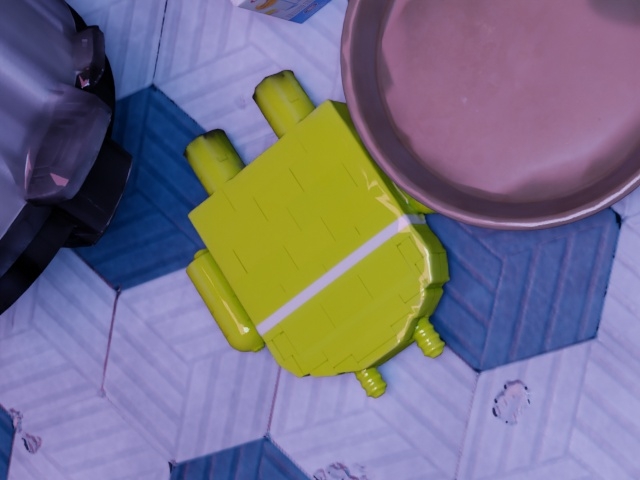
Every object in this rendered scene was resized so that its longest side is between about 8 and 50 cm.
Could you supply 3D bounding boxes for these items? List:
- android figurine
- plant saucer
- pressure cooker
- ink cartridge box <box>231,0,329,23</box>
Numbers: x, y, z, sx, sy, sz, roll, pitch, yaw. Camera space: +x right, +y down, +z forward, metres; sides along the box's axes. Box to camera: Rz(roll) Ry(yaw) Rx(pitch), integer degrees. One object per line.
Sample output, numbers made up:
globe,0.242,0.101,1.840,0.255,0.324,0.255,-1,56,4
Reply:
android figurine,0.000,0.000,1.093,0.248,0.056,0.273,-40,76,20
plant saucer,0.153,-0.145,1.005,0.278,0.041,0.278,-1,88,14
pressure cooker,-0.372,-0.107,1.062,0.375,0.420,0.370,-40,46,11
ink cartridge box,-0.034,-0.241,1.044,0.092,0.143,0.090,-35,80,22
